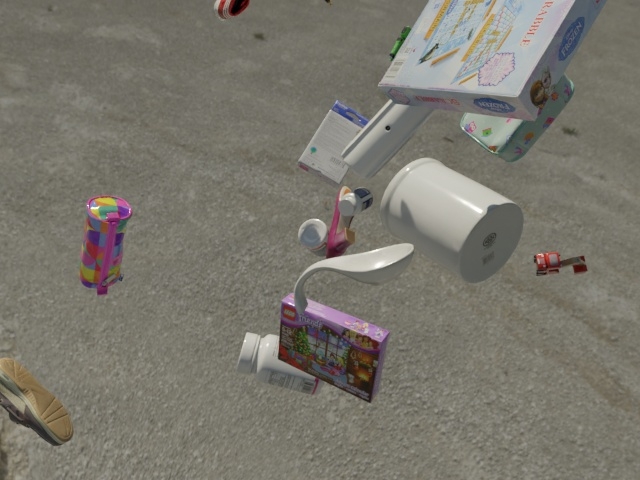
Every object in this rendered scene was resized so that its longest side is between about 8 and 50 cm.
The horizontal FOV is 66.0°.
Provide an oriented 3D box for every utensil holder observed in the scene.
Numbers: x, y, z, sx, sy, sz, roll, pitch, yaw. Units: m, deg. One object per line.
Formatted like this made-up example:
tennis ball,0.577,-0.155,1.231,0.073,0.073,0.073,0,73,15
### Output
utensil holder,0.456,-0.076,1.732,0.328,0.327,0.385,-9,31,-32

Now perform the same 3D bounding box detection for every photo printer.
photo printer,0.194,-0.300,1.272,0.107,0.307,0.256,43,13,-3

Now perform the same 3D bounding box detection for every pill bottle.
pill bottle,0.098,-0.108,1.407,0.067,0.067,0.120,39,33,13
pill bottle,-0.127,0.405,1.641,0.283,0.160,0.160,16,44,-5
pill bottle,0.000,0.000,1.768,0.108,0.108,0.180,54,5,26

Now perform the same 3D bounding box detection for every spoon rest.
spoon rest,0.061,0.063,1.006,0.084,0.276,0.137,63,18,-9

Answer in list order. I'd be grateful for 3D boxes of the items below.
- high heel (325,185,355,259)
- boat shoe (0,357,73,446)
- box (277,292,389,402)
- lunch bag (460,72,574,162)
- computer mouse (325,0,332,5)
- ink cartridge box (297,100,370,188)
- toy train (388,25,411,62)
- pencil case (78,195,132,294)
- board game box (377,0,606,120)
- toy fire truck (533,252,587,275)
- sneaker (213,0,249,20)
high heel,0.058,-0.057,1.544,0.082,0.117,0.244,22,48,-32
boat shoe,-0.786,0.445,1.322,0.285,0.092,0.103,49,1,-4
box,0.025,0.280,1.299,0.293,0.200,0.057,18,28,25
lunch bag,0.535,-0.376,1.360,0.108,0.279,0.224,18,26,-37
computer mouse,0.063,-0.794,1.488,0.060,0.184,0.262,10,2,25
ink cartridge box,0.063,-0.380,1.945,0.186,0.065,0.311,30,77,-2
toy train,0.170,-0.417,1.048,0.017,0.083,0.024,27,-3,45
pencil case,-0.497,0.011,1.134,0.104,0.236,0.104,15,36,-11
board game box,0.290,-0.365,0.823,0.066,0.318,0.318,32,0,-37
toy fire truck,0.668,0.065,1.367,0.192,0.135,0.047,27,56,-64
sneaker,-0.239,-0.785,1.527,0.087,0.221,0.128,19,4,-44
